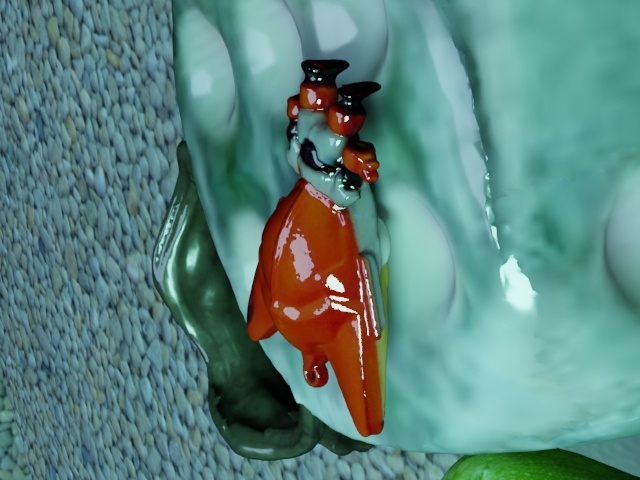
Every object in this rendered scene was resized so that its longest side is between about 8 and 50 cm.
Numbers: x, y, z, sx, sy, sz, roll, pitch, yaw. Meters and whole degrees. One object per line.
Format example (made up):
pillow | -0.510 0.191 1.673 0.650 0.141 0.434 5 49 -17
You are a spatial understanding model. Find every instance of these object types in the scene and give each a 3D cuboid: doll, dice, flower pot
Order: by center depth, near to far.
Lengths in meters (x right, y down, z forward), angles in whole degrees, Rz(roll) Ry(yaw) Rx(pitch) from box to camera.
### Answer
doll | 0.000 0.000 0.737 0.109 0.057 0.169 37 138 44
dice | 0.129 -0.074 0.875 0.328 0.348 0.330 -4 97 63
flower pot | 0.003 0.034 1.276 0.302 0.213 0.301 30 126 52

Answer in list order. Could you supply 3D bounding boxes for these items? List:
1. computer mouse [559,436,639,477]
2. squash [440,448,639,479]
computer mouse | 0.242 0.133 1.043 0.231 0.079 0.127 15 118 41
squash | 0.213 0.200 0.871 0.101 0.379 0.101 -44 30 34
